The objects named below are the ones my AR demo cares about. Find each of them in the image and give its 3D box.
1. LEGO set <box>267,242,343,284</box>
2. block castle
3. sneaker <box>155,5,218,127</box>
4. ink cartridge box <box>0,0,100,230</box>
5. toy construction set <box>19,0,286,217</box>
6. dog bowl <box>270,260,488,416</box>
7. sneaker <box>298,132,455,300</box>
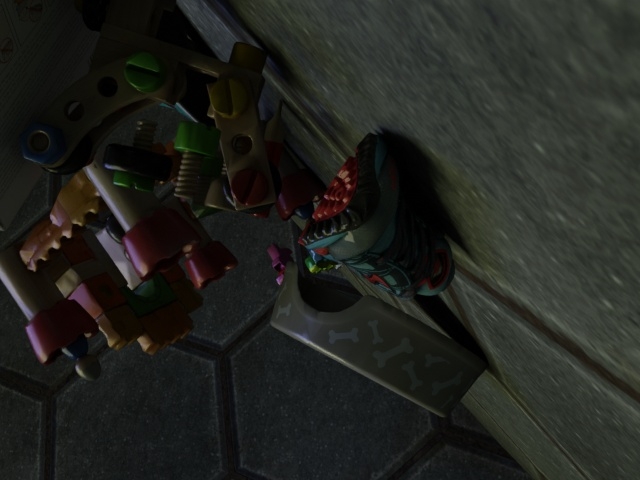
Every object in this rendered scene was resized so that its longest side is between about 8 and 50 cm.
[{"bbox_3d":[0.000,0.000,1.393,0.227,0.087,0.093,-12,-113,-55],"label":"LEGO set"},{"bbox_3d":[-0.202,0.006,1.124,0.213,0.303,0.453,55,-154,4],"label":"block castle"},{"bbox_3d":[-0.250,-0.294,1.201,0.178,0.124,0.295,31,166,49],"label":"sneaker"},{"bbox_3d":[-0.292,-0.199,0.750,0.066,0.296,0.261,16,150,8],"label":"ink cartridge box"},{"bbox_3d":[-0.125,-0.158,0.801,0.257,0.237,0.309,12,180,26],"label":"toy construction set"},{"bbox_3d":[0.077,0.157,1.207,0.348,0.102,0.349,28,172,4],"label":"dog bowl"},{"bbox_3d":[0.064,-0.009,0.656,0.125,0.104,0.262,31,180,5],"label":"sneaker"}]
